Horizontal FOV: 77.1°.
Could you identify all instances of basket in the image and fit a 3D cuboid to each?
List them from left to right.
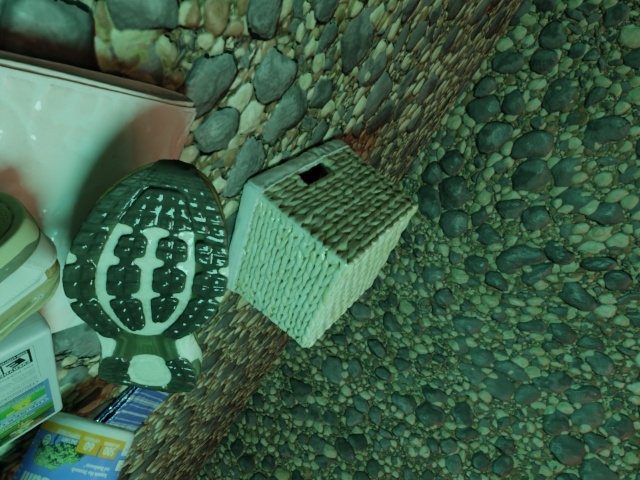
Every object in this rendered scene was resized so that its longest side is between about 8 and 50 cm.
[{"bbox_3d":[0.000,0.000,0.915,0.328,0.267,0.331,-37,157,-43],"label":"basket"}]

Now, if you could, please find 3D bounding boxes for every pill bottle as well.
[{"bbox_3d":[-0.435,0.436,0.652,0.152,0.153,0.271,101,3,-60],"label":"pill bottle"}]

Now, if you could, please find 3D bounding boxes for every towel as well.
[{"bbox_3d":[-0.296,-0.016,0.396,0.331,0.053,0.317,-57,164,20],"label":"towel"},{"bbox_3d":[-0.472,0.439,0.965,0.336,0.040,0.243,-46,165,-23],"label":"towel"}]

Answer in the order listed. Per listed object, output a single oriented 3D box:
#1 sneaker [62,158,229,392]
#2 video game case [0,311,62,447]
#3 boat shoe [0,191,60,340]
[{"bbox_3d":[-0.208,0.041,0.515,0.410,0.158,0.181,118,-26,-43],"label":"sneaker"},{"bbox_3d":[-0.453,0.230,0.416,0.329,0.036,0.300,-32,164,-43],"label":"video game case"},{"bbox_3d":[-0.319,0.094,0.268,0.302,0.113,0.103,-44,157,-30],"label":"boat shoe"}]
